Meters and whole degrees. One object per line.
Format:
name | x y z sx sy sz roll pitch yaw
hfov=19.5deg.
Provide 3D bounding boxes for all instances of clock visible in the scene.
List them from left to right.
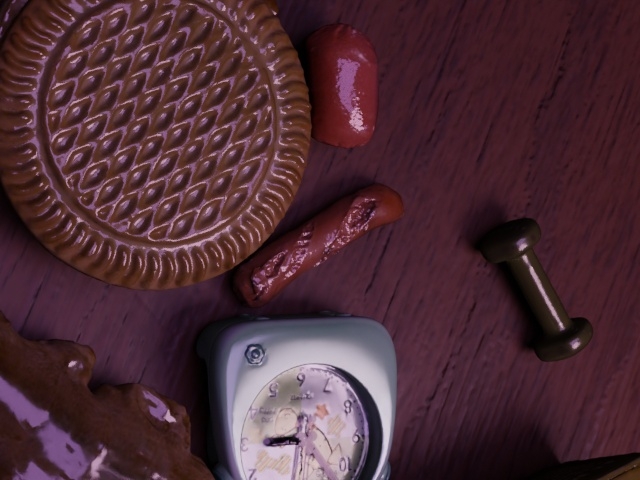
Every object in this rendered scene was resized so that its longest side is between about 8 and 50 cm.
clock | -0.020 0.147 1.380 0.148 0.060 0.188 1 91 -28

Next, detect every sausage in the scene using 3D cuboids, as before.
sausage | 0.000 0.000 1.403 0.158 0.042 0.036 -31 67 -25
sausage | 0.016 -0.116 1.392 0.054 0.059 0.094 -3 94 -5

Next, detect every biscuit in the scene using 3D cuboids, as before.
biscuit | -0.121 -0.094 1.313 0.259 0.079 0.259 -1 92 -26

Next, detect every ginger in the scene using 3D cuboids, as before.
ginger | -0.181 0.147 1.287 0.333 0.080 0.166 47 64 -24

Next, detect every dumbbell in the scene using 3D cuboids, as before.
dumbbell | 0.173 0.039 1.482 0.046 0.052 0.118 -44 112 -44

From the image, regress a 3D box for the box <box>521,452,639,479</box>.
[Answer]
box | 0.132 0.395 1.364 0.420 0.138 0.373 -19 91 -36
